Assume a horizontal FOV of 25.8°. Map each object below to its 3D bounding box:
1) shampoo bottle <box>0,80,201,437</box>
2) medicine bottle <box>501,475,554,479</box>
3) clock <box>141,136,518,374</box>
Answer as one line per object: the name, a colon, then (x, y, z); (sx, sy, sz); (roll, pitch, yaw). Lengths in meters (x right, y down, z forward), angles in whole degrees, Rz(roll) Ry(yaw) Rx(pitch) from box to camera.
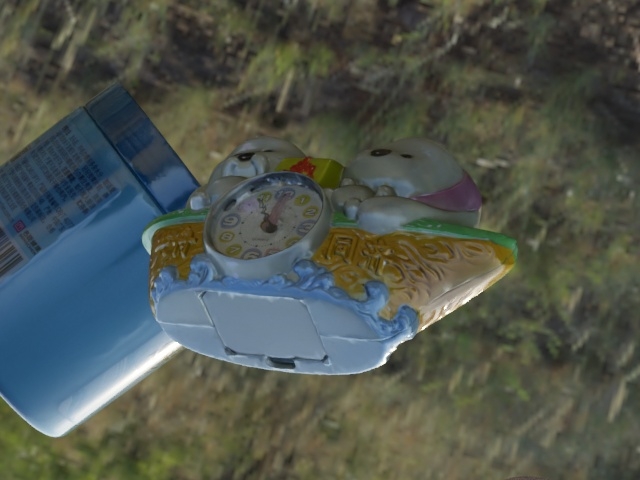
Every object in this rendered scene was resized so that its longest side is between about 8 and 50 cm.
shampoo bottle: (-0.297, 0.026, 1.780); (0.331, 0.342, 0.331); (53, 175, 6)
medicine bottle: (0.048, 0.235, 0.544); (0.133, 0.274, 0.133); (30, -165, -9)
clock: (0.000, 0.000, 0.800); (0.230, 0.144, 0.103); (5, 139, 24)
